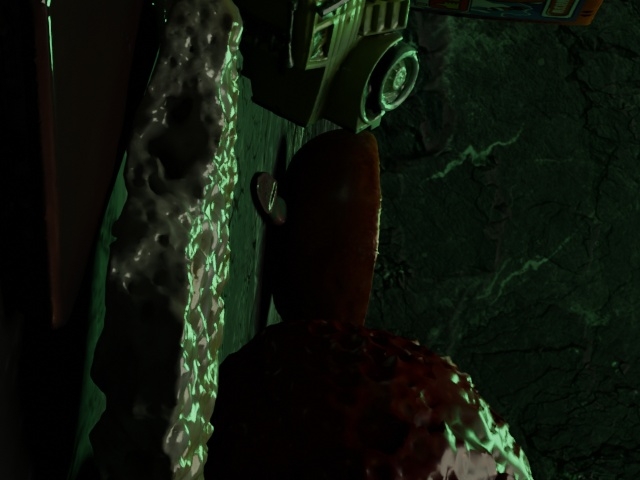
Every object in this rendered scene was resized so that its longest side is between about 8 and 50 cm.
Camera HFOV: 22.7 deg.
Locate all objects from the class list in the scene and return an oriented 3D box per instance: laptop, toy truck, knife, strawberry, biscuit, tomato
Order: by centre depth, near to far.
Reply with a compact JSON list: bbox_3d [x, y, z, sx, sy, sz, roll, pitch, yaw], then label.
[{"bbox_3d":[-0.079,-0.089,0.561,0.207,0.026,0.154,-79,177,-47],"label":"laptop"},{"bbox_3d":[-0.059,0.029,0.638,0.188,0.040,0.265,-76,172,-77],"label":"biscuit"},{"bbox_3d":[-0.013,-0.183,0.982,0.135,0.128,0.259,-39,147,-36],"label":"toy truck"},{"bbox_3d":[0.007,0.164,1.111,0.238,0.250,0.288,52,7,-36],"label":"strawberry"},{"bbox_3d":[-0.045,-0.039,1.462,0.247,0.018,0.035,66,32,-83],"label":"knife"},{"bbox_3d":[0.000,0.000,1.656,0.237,0.095,0.236,-175,-90,-84],"label":"tomato"}]

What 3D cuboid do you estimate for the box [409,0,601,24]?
[{"bbox_3d":[0.152,-0.384,1.598,0.348,0.319,0.256,80,18,-84],"label":"box"}]

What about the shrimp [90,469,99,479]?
[{"bbox_3d":[-0.085,0.145,0.772,0.190,0.042,0.101,24,74,-80],"label":"shrimp"}]
